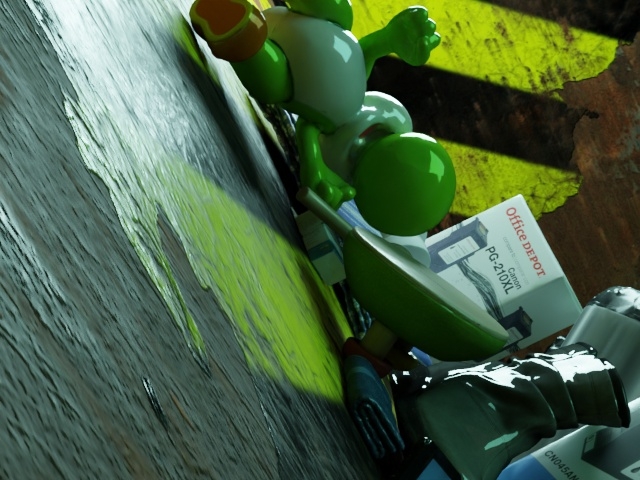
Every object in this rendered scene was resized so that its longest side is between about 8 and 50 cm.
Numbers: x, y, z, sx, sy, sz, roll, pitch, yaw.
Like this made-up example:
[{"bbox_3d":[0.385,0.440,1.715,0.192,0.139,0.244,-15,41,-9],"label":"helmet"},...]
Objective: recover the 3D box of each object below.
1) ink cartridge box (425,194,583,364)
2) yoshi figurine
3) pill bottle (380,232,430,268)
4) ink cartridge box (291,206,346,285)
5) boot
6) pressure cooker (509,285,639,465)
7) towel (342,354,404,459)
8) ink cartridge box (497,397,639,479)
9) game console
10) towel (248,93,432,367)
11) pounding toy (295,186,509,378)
[{"bbox_3d":[0.198,0.069,2.234,0.100,0.237,0.172,59,7,-44],"label":"ink cartridge box"},{"bbox_3d":[0.034,-0.134,1.757,0.362,0.203,0.203,53,29,-38],"label":"yoshi figurine"},{"bbox_3d":[0.076,-0.031,2.237,0.108,0.108,0.193,58,8,-47],"label":"pill bottle"},{"bbox_3d":[0.000,0.000,1.767,0.048,0.028,0.083,57,9,-47],"label":"ink cartridge box"},{"bbox_3d":[0.184,0.170,1.599,0.338,0.223,0.118,-97,177,-71],"label":"boot"},{"bbox_3d":[0.376,0.307,2.009,0.370,0.420,0.375,32,-5,-2],"label":"pressure cooker"},{"bbox_3d":[0.045,0.144,1.522,0.067,0.029,0.119,62,6,-15],"label":"towel"},{"bbox_3d":[0.373,0.286,1.658,0.285,0.395,0.166,46,-22,55],"label":"ink cartridge box"},{"bbox_3d":[0.086,0.225,1.328,0.071,0.107,0.122,35,-9,26],"label":"game console"},{"bbox_3d":[0.026,-0.015,1.954,0.336,0.040,0.243,68,13,20],"label":"towel"},{"bbox_3d":[0.062,0.070,1.655,0.183,0.110,0.237,30,7,-40],"label":"pounding toy"}]
